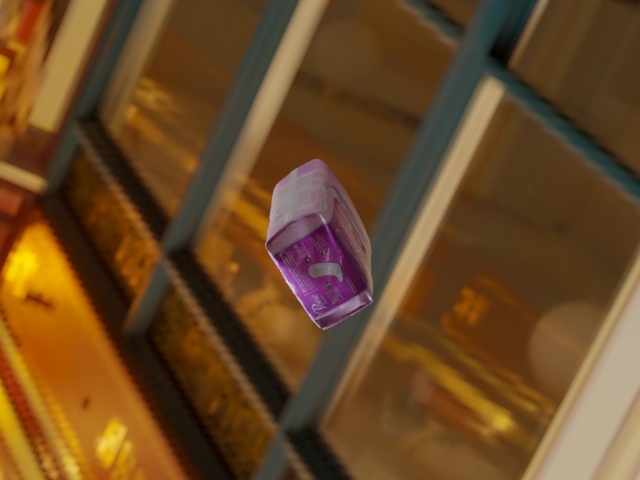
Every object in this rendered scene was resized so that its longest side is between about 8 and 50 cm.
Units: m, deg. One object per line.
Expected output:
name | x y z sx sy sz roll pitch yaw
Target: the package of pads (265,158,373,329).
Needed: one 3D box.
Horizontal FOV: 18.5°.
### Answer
package of pads | 0.000 0.000 0.860 0.050 0.032 0.083 57 -169 -15
